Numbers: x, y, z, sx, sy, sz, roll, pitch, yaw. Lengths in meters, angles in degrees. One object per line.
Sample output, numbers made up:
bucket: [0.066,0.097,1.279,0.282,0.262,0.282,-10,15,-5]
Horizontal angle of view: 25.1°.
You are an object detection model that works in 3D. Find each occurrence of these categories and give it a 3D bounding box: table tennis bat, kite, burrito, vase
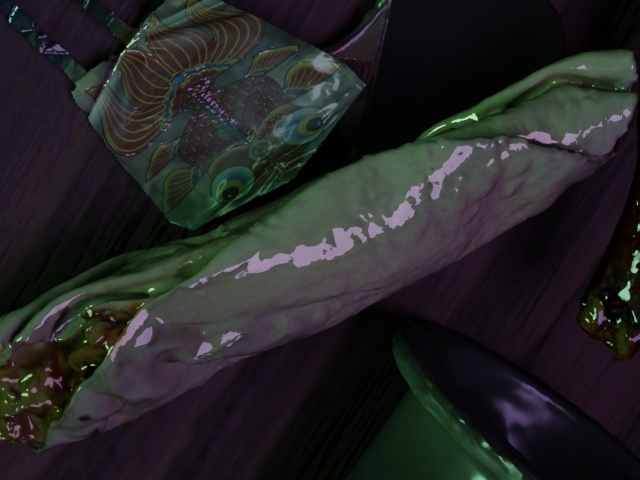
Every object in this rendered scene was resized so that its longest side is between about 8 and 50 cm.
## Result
table tennis bat: [0.043,-0.089,0.779,0.220,0.019,0.130,-2,119,-31]
kite: [-0.082,-0.097,0.687,0.127,0.016,0.229,-38,129,11]
burrito: [0.000,0.000,0.741,0.392,0.076,0.117,-25,162,-13]
vase: [0.058,0.227,0.839,0.245,0.245,0.291,30,103,-39]

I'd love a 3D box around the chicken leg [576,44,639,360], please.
chicken leg: [0.239,-0.124,0.819,0.158,0.096,0.407,30,88,-55]
